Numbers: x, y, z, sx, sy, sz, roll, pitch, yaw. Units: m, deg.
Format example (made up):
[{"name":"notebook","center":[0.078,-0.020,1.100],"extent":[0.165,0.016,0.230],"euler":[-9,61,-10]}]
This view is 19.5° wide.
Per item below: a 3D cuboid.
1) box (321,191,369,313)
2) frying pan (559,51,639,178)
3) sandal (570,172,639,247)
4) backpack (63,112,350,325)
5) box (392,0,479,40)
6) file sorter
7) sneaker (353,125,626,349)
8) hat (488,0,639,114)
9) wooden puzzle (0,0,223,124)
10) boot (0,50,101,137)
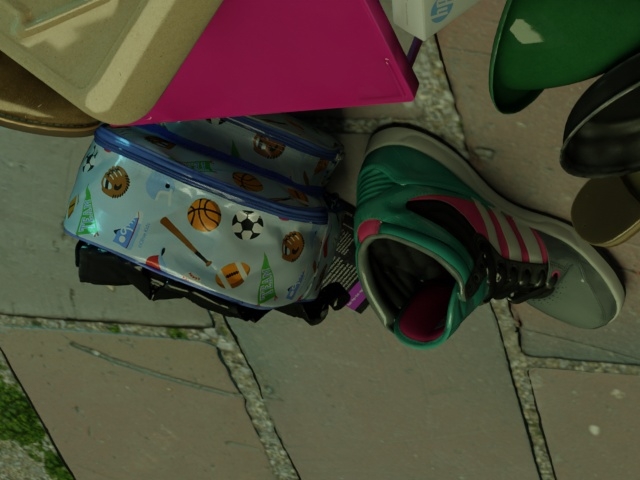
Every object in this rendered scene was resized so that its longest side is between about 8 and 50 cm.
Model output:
[{"name":"box","center":[0.000,0.000,1.874],"extent":[0.162,0.029,0.116],"euler":[28,141,-10]},{"name":"frying pan","center":[0.324,-0.138,1.437],"extent":[0.326,0.053,0.197],"euler":[-33,157,28]},{"name":"sandal","center":[0.326,-0.074,1.600],"extent":[0.240,0.088,0.079],"euler":[-38,155,26]},{"name":"backpack","center":[-0.101,-0.033,1.687],"extent":[0.276,0.263,0.213],"euler":[16,102,6]},{"name":"box","center":[0.127,-0.256,1.391],"extent":[0.038,0.186,0.145],"euler":[37,151,32]},{"name":"file sorter","center":[-0.065,-0.234,1.506],"extent":[0.290,0.182,0.202],"euler":[-3,136,29]},{"name":"sneaker","center":[0.147,0.038,1.726],"extent":[0.295,0.178,0.124],"euler":[32,141,-13]},{"name":"hat","center":[0.256,-0.159,1.425],"extent":[0.183,0.208,0.173],"euler":[26,170,22]},{"name":"wooden puzzle","center":[-0.190,-0.301,1.319],"extent":[0.348,0.080,0.322],"euler":[35,115,-3]},{"name":"boot","center":[-0.320,-0.201,1.738],"extent":[0.305,0.112,0.115],"euler":[29,131,-5]}]
